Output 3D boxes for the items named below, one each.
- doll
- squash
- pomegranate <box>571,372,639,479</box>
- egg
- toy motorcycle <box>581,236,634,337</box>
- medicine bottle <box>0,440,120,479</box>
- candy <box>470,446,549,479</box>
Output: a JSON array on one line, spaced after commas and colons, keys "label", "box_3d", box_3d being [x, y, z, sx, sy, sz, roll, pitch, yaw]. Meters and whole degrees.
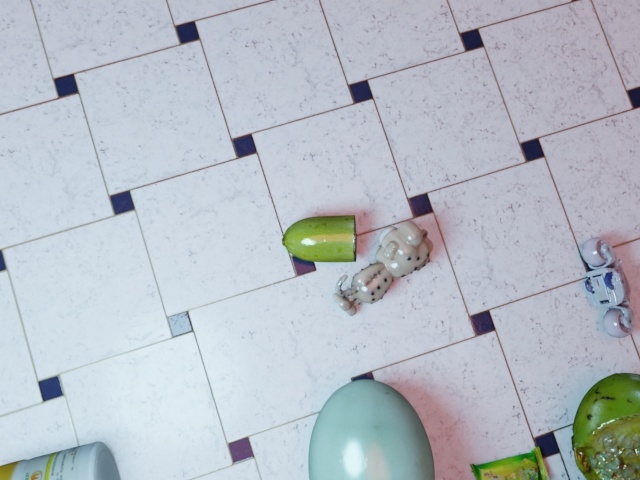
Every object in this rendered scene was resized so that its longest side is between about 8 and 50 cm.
[{"label": "doll", "box_3d": [0.149, 0.067, 1.573, 0.278, 0.154, 0.119, -38, 58, -6]}, {"label": "squash", "box_3d": [0.000, 0.000, 1.586, 0.187, 0.123, 0.123, -3, 82, -1]}, {"label": "pomegranate", "box_3d": [0.756, 0.437, 1.506, 0.359, 0.216, 0.309, -11, 109, 12]}, {"label": "egg", "box_3d": [0.111, 0.502, 1.442, 0.276, 0.276, 0.388, -3, 85, -4]}, {"label": "toy motorcycle", "box_3d": [0.724, 0.114, 1.636, 0.112, 0.112, 0.254, -13, 82, -6]}, {"label": "medicine bottle", "box_3d": [-0.563, 0.573, 1.407, 0.232, 0.238, 0.237, -14, 83, -7]}, {"label": "candy", "box_3d": [0.457, 0.566, 1.580, 0.178, 0.032, 0.102, -11, 83, -5]}]
